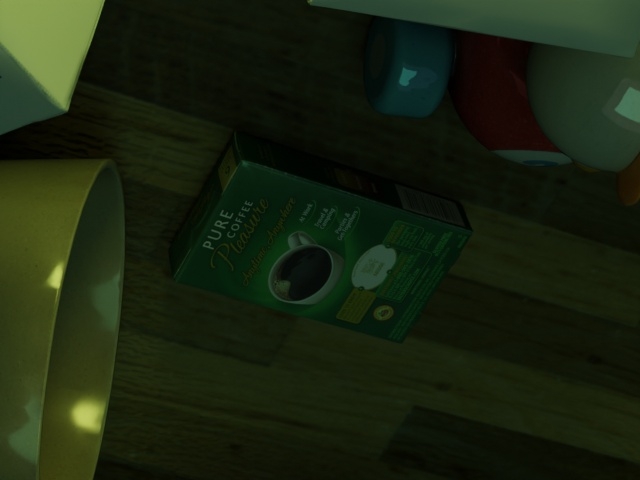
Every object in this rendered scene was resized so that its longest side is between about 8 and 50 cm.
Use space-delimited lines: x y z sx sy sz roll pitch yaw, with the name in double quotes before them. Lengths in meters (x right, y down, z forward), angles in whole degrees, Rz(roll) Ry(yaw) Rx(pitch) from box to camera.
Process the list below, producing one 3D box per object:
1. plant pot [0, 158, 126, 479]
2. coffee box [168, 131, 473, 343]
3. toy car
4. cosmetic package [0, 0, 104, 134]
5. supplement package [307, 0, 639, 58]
"plant pot" -0.281 0.059 1.253 0.274 0.256 0.256 7 129 2
"coffee box" 0.000 0.000 1.373 0.184 0.040 0.113 15 124 -23
"toy car" 0.166 -0.097 1.199 0.219 0.238 0.210 6 128 -16
"cosmetic package" -0.327 -0.167 0.916 0.284 0.097 0.377 -16 133 32
"supplement package" 0.074 -0.253 1.015 0.177 0.293 0.175 8 127 -17
